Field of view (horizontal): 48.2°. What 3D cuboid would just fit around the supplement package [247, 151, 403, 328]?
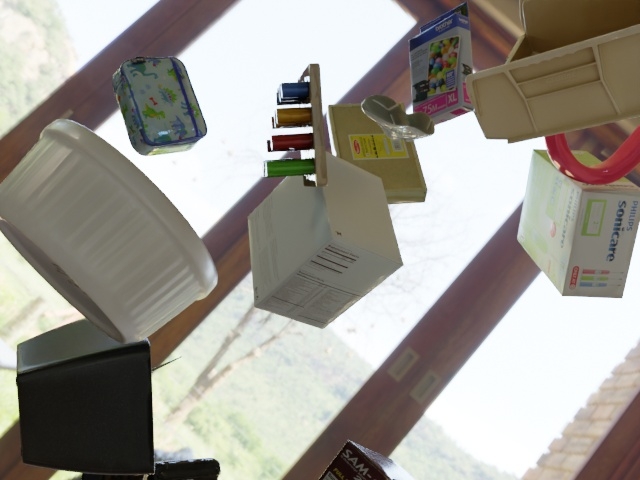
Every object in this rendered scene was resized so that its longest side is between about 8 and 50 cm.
[{"bbox_3d":[0.000,0.000,1.171,0.149,0.203,0.194,21,43,-33],"label":"supplement package"}]

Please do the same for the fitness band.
[{"bbox_3d":[0.493,-0.227,1.188,0.209,0.291,0.054,45,-4,-28],"label":"fitness band"}]

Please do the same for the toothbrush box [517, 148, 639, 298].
[{"bbox_3d":[0.490,-0.042,1.379,0.283,0.122,0.206,-98,-170,-67],"label":"toothbrush box"}]

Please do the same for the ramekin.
[{"bbox_3d":[-0.259,0.002,0.835,0.272,0.127,0.273,35,-24,18],"label":"ramekin"}]

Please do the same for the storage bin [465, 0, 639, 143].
[{"bbox_3d":[0.367,-0.274,1.011,0.260,0.262,0.123,-8,-55,41],"label":"storage bin"}]

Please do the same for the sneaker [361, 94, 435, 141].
[{"bbox_3d":[0.121,-0.196,1.198,0.152,0.054,0.061,16,-28,-36],"label":"sneaker"}]

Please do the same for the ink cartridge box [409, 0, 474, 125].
[{"bbox_3d":[0.321,-0.471,1.919,0.065,0.311,0.185,9,-15,-35],"label":"ink cartridge box"}]

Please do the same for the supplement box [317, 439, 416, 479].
[{"bbox_3d":[0.008,0.352,0.808,0.073,0.239,0.130,36,-4,38],"label":"supplement box"}]

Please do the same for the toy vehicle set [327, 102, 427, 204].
[{"bbox_3d":[0.109,-0.180,1.444,0.035,0.165,0.267,95,-9,-49],"label":"toy vehicle set"}]

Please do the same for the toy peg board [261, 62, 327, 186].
[{"bbox_3d":[-0.044,-0.154,1.004,0.161,0.079,0.161,-150,-124,-80],"label":"toy peg board"}]

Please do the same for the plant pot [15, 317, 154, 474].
[{"bbox_3d":[-0.330,0.211,0.991,0.187,0.166,0.188,-152,-118,-64],"label":"plant pot"}]

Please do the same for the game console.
[{"bbox_3d":[-0.357,0.540,1.525,0.044,0.213,0.361,14,-1,41],"label":"game console"}]

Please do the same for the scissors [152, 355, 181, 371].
[{"bbox_3d":[-0.424,0.307,1.504,0.021,0.109,0.297,52,33,15],"label":"scissors"}]

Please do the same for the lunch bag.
[{"bbox_3d":[-0.362,-0.308,1.625,0.090,0.176,0.219,-28,-102,51],"label":"lunch bag"}]
